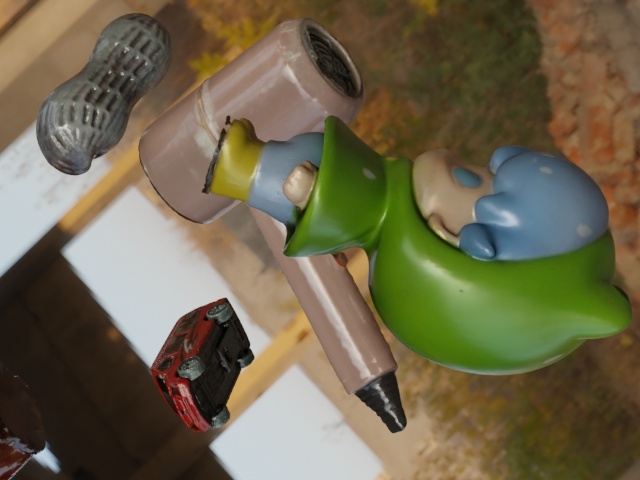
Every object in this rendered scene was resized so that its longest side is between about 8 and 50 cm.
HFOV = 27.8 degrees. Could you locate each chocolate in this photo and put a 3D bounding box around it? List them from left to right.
[{"bbox_3d":[-0.189,-0.130,1.131,0.072,0.167,0.072,28,159,12],"label":"chocolate"}]

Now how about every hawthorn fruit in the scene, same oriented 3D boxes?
[{"bbox_3d":[-0.480,0.270,1.690,0.189,0.251,0.189,39,177,2],"label":"hawthorn fruit"}]

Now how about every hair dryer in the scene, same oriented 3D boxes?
[{"bbox_3d":[0.000,0.000,1.092,0.344,0.189,0.107,61,-154,9],"label":"hair dryer"}]

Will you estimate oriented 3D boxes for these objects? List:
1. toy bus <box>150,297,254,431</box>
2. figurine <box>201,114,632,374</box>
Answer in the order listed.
[{"bbox_3d":[-0.144,0.148,1.510,0.195,0.089,0.081,-69,-42,-61],"label":"toy bus"},{"bbox_3d":[0.059,-0.006,0.792,0.263,0.143,0.162,20,-178,-2],"label":"figurine"}]
